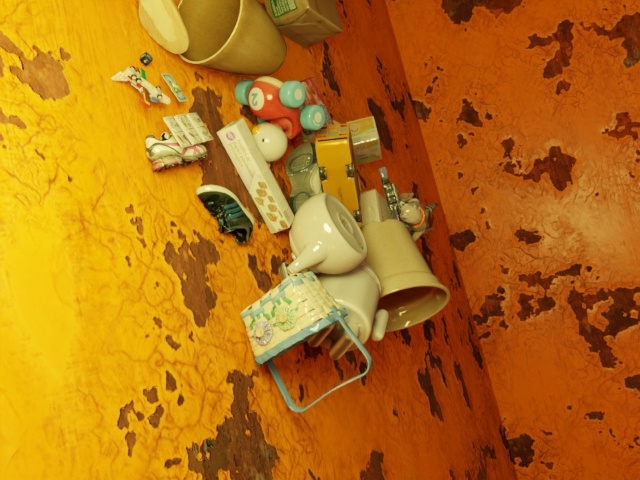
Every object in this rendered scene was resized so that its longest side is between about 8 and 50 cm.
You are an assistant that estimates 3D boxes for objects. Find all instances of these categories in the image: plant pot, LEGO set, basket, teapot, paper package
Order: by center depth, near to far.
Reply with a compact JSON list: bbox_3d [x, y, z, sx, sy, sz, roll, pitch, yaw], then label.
[{"bbox_3d":[-0.359,-0.313,1.365,0.244,0.060,0.182,57,18,-7],"label":"LEGO set"},{"bbox_3d":[-0.044,0.242,1.449,0.288,0.255,0.201,55,22,6],"label":"basket"},{"bbox_3d":[-0.210,-0.530,1.572,0.254,0.237,0.237,14,61,-54],"label":"plant pot"},{"bbox_3d":[0.000,0.000,1.700,0.256,0.187,0.252,31,32,-50],"label":"teapot"},{"bbox_3d":[0.234,0.108,2.073,0.334,0.334,0.305,36,32,-53],"label":"plant pot"},{"bbox_3d":[-0.084,-0.914,2.203,0.309,0.168,0.324,-2,77,-63],"label":"paper package"}]

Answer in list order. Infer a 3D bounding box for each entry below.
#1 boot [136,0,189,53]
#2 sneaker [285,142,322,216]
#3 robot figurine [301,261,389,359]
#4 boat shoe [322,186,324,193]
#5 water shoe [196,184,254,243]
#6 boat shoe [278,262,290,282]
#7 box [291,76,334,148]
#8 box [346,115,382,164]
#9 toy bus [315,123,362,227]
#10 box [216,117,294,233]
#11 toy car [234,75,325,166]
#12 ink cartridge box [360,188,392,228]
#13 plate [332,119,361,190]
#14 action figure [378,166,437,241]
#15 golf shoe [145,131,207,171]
[{"bbox_3d":[-0.384,-0.618,1.463,0.295,0.104,0.211,55,30,-24],"label":"boot"},{"bbox_3d":[-0.044,-0.172,1.909,0.129,0.111,0.296,52,36,-60],"label":"sneaker"},{"bbox_3d":[0.066,0.181,1.761,0.300,0.199,0.353,35,35,-7],"label":"robot figurine"},{"bbox_3d":[0.012,-0.152,2.050,0.152,0.056,0.049,-1,86,-61],"label":"boat shoe"},{"bbox_3d":[-0.226,-0.061,1.466,0.203,0.073,0.080,41,42,-48],"label":"water shoe"},{"bbox_3d":[-0.085,0.149,1.623,0.066,0.066,0.183,20,46,-60],"label":"boat shoe"},{"bbox_3d":[-0.040,-0.399,2.008,0.256,0.123,0.128,66,25,-14],"label":"box"},{"bbox_3d":[0.176,-0.395,2.396,0.203,0.114,0.103,62,16,-72],"label":"box"},{"bbox_3d":[0.063,-0.194,1.924,0.130,0.108,0.332,-84,166,-49],"label":"toy bus"},{"bbox_3d":[-0.173,-0.174,1.659,0.323,0.063,0.067,63,25,-21],"label":"box"},{"bbox_3d":[-0.149,-0.315,1.705,0.210,0.219,0.237,42,67,-48],"label":"toy car"},{"bbox_3d":[0.232,-0.049,2.350,0.283,0.117,0.207,32,47,-55],"label":"ink cartridge box"},{"bbox_3d":[0.054,-0.321,2.246,0.277,0.045,0.277,5,70,-65],"label":"plate"},{"bbox_3d":[0.348,-0.134,2.308,0.330,0.179,0.341,-29,103,-75],"label":"action figure"},{"bbox_3d":[-0.322,-0.210,1.368,0.186,0.068,0.085,-28,99,-65],"label":"golf shoe"}]
